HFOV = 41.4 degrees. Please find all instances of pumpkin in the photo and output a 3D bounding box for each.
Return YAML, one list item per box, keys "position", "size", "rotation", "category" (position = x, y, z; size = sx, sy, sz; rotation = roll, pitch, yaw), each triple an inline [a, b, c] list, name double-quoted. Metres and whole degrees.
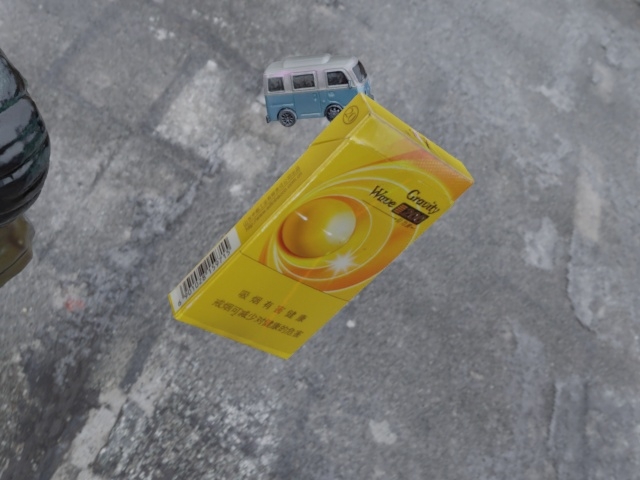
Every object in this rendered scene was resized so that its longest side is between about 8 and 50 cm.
- position: [-0.309, -0.095, 0.700]
  size: [0.150, 0.194, 0.194]
  rotation: [-36, 79, -10]
  category: "pumpkin"

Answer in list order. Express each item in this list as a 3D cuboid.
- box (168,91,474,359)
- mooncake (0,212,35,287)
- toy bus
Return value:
- position: [0.000, 0.000, 0.790]
  size: [0.152, 0.269, 0.043]
  rotation: [25, 29, -41]
  category: "box"
- position: [-0.438, -0.052, 0.894]
  size: [0.161, 0.290, 0.290]
  rotation: [-41, 83, -15]
  category: "mooncake"
- position: [-0.003, -0.179, 0.988]
  size: [0.123, 0.074, 0.060]
  rotation: [-3, 26, 15]
  category: "toy bus"
